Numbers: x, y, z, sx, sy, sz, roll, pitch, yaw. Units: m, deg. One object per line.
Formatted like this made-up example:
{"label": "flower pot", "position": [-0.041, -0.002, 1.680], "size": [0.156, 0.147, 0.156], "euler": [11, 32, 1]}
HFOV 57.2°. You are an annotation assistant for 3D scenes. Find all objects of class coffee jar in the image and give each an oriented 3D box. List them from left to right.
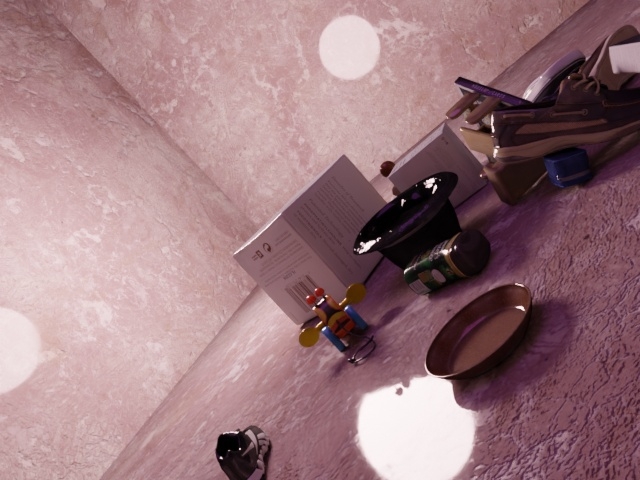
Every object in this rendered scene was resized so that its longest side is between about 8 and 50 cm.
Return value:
{"label": "coffee jar", "position": [0.262, 0.045, 1.216], "size": [0.096, 0.079, 0.184], "euler": [-49, 9, -37]}

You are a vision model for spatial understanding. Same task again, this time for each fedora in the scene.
{"label": "fedora", "position": [0.239, -0.024, 1.443], "size": [0.334, 0.152, 0.334], "euler": [-40, 10, 9]}

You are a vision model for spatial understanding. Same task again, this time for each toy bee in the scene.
{"label": "toy bee", "position": [0.038, 0.170, 1.389], "size": [0.195, 0.162, 0.298], "euler": [-44, 7, -25]}

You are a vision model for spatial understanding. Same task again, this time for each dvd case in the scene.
{"label": "dvd case", "position": [0.448, -0.308, 1.450], "size": [0.029, 0.179, 0.239], "euler": [-47, 42, -2]}

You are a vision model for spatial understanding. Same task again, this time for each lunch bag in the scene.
{"label": "lunch bag", "position": [0.482, -0.140, 1.147], "size": [0.067, 0.065, 0.098], "euler": [-19, 12, 9]}

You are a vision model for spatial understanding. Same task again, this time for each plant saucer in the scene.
{"label": "plant saucer", "position": [0.246, 0.145, 0.893], "size": [0.199, 0.036, 0.198], "euler": [-42, 6, 6]}

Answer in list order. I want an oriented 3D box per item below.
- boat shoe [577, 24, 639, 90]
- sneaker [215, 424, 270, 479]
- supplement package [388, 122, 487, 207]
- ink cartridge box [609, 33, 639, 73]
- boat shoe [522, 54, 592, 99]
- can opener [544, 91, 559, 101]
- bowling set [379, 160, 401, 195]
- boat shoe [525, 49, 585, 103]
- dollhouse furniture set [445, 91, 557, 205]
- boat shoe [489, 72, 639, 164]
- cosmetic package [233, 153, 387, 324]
{"label": "boat shoe", "position": [0.681, -0.401, 1.417], "size": [0.324, 0.116, 0.097], "euler": [-53, 14, -25]}
{"label": "sneaker", "position": [-0.164, 0.424, 1.213], "size": [0.078, 0.106, 0.234], "euler": [-42, 7, 2]}
{"label": "supplement package", "position": [0.343, -0.194, 1.710], "size": [0.203, 0.194, 0.149], "euler": [-39, 8, 26]}
{"label": "ink cartridge box", "position": [0.676, -0.355, 0.960], "size": [0.304, 0.072, 0.307], "euler": [-18, 10, 13]}
{"label": "boat shoe", "position": [0.672, -0.423, 1.627], "size": [0.094, 0.109, 0.302], "euler": [-49, 12, -27]}
{"label": "can opener", "position": [0.574, -0.285, 1.305], "size": [0.186, 0.059, 0.073], "euler": [25, 98, 46]}
{"label": "bowling set", "position": [0.300, -0.217, 1.906], "size": [0.287, 0.200, 0.154], "euler": [-52, 0, 26]}
{"label": "boat shoe", "position": [0.579, -0.337, 1.503], "size": [0.108, 0.102, 0.301], "euler": [0, -45, -48]}
{"label": "dollhouse furniture set", "position": [0.409, -0.205, 1.394], "size": [0.161, 0.212, 0.242], "euler": [-44, 33, -6]}
{"label": "boat shoe", "position": [0.500, -0.254, 1.140], "size": [0.356, 0.130, 0.132], "euler": [-16, 15, 24]}
{"label": "cosmetic package", "position": [0.000, 0.000, 1.921], "size": [0.329, 0.327, 0.393], "euler": [-36, 9, 46]}
